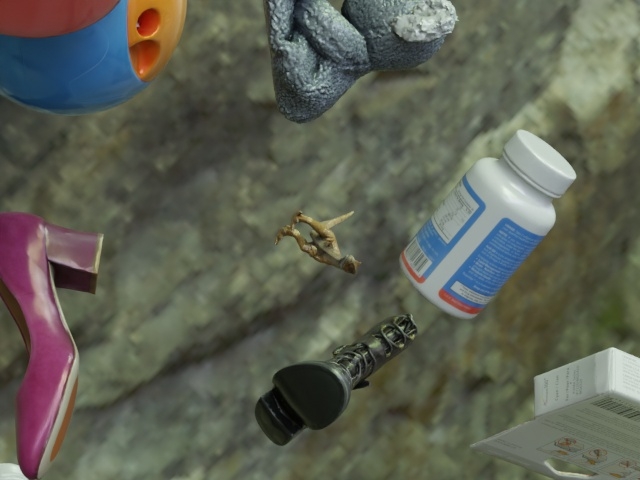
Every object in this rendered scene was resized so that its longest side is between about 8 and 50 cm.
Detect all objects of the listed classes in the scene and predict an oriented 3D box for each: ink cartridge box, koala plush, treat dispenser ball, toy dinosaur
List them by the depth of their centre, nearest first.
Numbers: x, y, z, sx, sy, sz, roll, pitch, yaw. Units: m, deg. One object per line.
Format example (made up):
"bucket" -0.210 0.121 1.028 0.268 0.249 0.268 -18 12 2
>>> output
"koala plush" 0.049 -0.246 1.844 0.221 0.203 0.196 -6 0 -2
"treat dispenser ball" -0.304 -0.295 1.906 0.288 0.288 0.288 -43 -14 -13
"ink cartridge box" 0.386 0.245 2.042 0.261 0.296 0.066 -30 46 46
"toy dinosaur" 0.000 0.000 2.120 0.064 0.112 0.211 -58 20 16

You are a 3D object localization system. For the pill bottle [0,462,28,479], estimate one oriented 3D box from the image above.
"pill bottle" -0.457 0.437 2.325 0.117 0.215 0.117 -12 -42 -11

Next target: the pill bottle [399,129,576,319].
"pill bottle" 0.207 -0.022 1.917 0.221 0.124 0.124 -51 -14 20

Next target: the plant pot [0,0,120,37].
"plant pot" -0.292 -0.388 1.630 0.275 0.275 0.243 -36 -13 -37

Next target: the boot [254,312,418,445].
"boot" 0.039 0.159 2.052 0.229 0.091 0.263 -33 -3 -28

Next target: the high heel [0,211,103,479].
"high heel" -0.389 0.128 1.992 0.127 0.181 0.377 106 171 -48
